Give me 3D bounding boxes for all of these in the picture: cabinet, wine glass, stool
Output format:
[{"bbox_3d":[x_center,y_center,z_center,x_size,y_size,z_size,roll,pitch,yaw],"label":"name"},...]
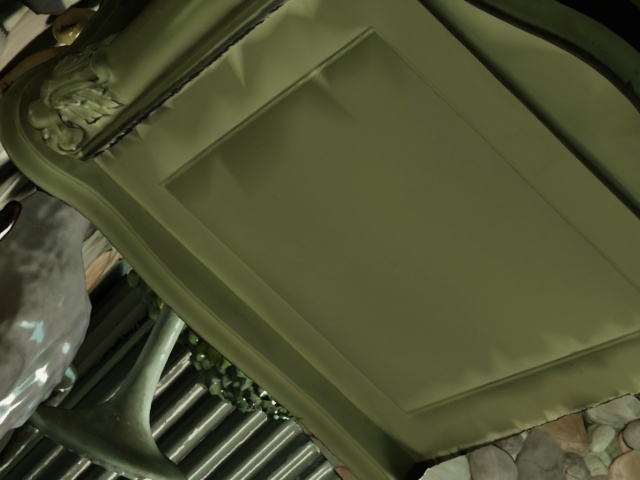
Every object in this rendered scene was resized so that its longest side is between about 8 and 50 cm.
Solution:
[{"bbox_3d":[0.089,-0.106,0.697,0.290,0.227,0.318,-51,-170,-29],"label":"cabinet"},{"bbox_3d":[0.000,0.000,1.098,0.264,0.096,0.310,26,90,-49],"label":"wine glass"},{"bbox_3d":[-0.176,0.245,1.553,0.330,0.297,0.297,-44,176,-12],"label":"stool"}]

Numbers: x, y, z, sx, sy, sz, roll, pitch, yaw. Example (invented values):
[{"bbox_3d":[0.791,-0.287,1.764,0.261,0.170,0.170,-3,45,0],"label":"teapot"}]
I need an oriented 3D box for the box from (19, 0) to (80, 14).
[{"bbox_3d":[-0.033,-0.175,0.460,0.211,0.058,0.350,-46,177,-6],"label":"box"}]

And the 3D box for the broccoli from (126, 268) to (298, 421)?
[{"bbox_3d":[0.025,-0.051,1.236,0.397,0.274,0.353,-42,-133,55],"label":"broccoli"}]

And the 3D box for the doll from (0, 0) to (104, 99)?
[{"bbox_3d":[-0.094,-0.078,0.835,0.093,0.051,0.061,-49,150,-29],"label":"doll"}]

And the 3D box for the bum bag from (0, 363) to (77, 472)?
[{"bbox_3d":[-0.232,0.113,1.115,0.142,0.079,0.326,-56,173,6],"label":"bum bag"}]

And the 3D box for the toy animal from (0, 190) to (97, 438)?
[{"bbox_3d":[-0.156,0.029,0.933,0.195,0.090,0.324,-59,175,20],"label":"toy animal"}]
